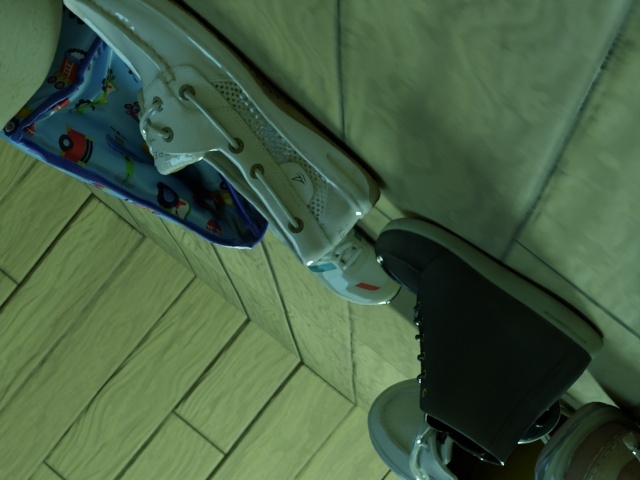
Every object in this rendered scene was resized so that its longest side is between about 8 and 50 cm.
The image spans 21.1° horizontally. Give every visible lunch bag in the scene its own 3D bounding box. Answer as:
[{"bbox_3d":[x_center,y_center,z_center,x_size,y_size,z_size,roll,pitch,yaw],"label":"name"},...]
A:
[{"bbox_3d":[-0.178,-0.099,1.475,0.221,0.138,0.293,37,175,45],"label":"lunch bag"}]

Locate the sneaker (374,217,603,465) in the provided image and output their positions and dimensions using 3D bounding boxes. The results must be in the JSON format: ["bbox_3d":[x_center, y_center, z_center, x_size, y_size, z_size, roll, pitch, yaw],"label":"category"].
[{"bbox_3d":[0.086,0.066,1.224,0.083,0.118,0.222,45,171,-38],"label":"sneaker"}]

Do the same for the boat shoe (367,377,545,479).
[{"bbox_3d":[0.149,0.198,1.691,0.367,0.136,0.156,26,166,51],"label":"boat shoe"}]

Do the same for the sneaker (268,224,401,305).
[{"bbox_3d":[0.000,0.000,1.505,0.161,0.057,0.075,41,179,12],"label":"sneaker"}]

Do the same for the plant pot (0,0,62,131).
[{"bbox_3d":[-0.342,-0.191,1.196,0.334,0.334,0.305,37,-176,21],"label":"plant pot"}]

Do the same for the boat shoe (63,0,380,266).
[{"bbox_3d":[-0.087,-0.088,1.232,0.277,0.096,0.098,40,174,-5],"label":"boat shoe"}]

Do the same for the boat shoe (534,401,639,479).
[{"bbox_3d":[0.290,0.255,1.384,0.324,0.123,0.116,43,170,-39],"label":"boat shoe"}]

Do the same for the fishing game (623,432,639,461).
[{"bbox_3d":[0.271,0.229,1.066,0.189,0.041,0.264,46,-167,-32],"label":"fishing game"}]

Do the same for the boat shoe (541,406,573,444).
[{"bbox_3d":[0.244,0.197,1.525,0.135,0.050,0.045,37,178,19],"label":"boat shoe"}]

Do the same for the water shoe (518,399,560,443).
[{"bbox_3d":[0.160,0.123,1.398,0.080,0.073,0.203,30,169,41],"label":"water shoe"}]
